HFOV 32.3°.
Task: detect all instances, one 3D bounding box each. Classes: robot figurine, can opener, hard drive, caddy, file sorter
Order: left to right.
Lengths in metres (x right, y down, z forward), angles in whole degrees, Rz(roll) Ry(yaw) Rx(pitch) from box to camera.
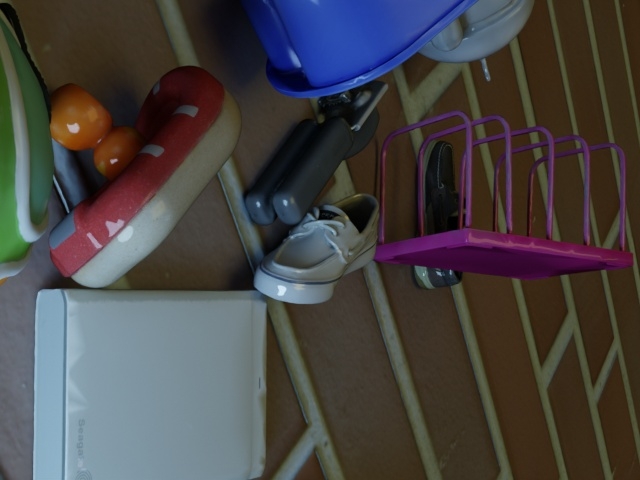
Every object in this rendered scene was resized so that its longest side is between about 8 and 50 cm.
[{"bbox_3d":[-0.153,0.149,1.077,0.307,0.040,0.203,5,85,-59],"label":"hard drive"},{"bbox_3d":[0.009,-0.098,1.324,0.283,0.076,0.095,-57,135,-42],"label":"can opener"},{"bbox_3d":[0.067,-0.296,1.218,0.341,0.241,0.179,-40,123,-9],"label":"caddy"},{"bbox_3d":[0.168,-0.383,1.479,0.353,0.200,0.300,60,34,-39],"label":"robot figurine"},{"bbox_3d":[0.245,-0.057,1.493,0.291,0.202,0.182,8,79,-32],"label":"file sorter"}]

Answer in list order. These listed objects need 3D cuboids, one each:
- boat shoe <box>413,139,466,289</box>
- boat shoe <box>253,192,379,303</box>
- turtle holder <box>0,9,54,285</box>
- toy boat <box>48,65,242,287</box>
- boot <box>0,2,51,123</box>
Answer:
[{"bbox_3d":[0.185,-0.038,1.614,0.080,0.073,0.223,23,69,-57],"label":"boat shoe"},{"bbox_3d":[0.000,0.000,1.278,0.258,0.095,0.084,-39,144,-65],"label":"boat shoe"},{"bbox_3d":[-0.302,-0.086,0.698,0.320,0.243,0.227,50,11,12],"label":"turtle holder"},{"bbox_3d":[-0.178,-0.080,0.980,0.151,0.151,0.231,43,46,-12],"label":"toy boat"},{"bbox_3d":[-0.273,-0.134,0.883,0.099,0.045,0.121,-33,110,-57],"label":"boot"}]
